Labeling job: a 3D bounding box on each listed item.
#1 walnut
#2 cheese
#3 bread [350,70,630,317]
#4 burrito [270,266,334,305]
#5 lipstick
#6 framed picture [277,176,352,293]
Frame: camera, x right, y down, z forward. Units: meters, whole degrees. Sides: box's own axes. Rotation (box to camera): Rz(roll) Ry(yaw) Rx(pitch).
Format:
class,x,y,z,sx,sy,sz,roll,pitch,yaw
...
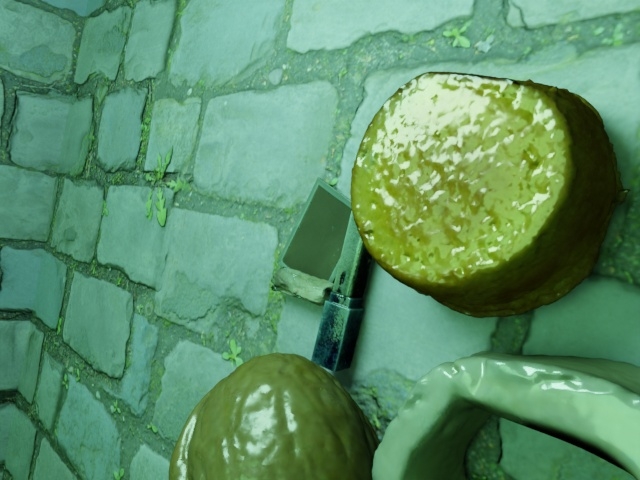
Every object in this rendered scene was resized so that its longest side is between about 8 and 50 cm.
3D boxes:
class,x,y,z,sx,sy,sz,roll,pitch,yaw
walnut,-0.054,0.318,0.690,0.333,0.333,0.332,-9,77,43
cheese,0.223,0.258,0.518,0.332,0.153,0.292,12,91,43
bread,0.175,-0.060,0.601,0.312,0.173,0.311,-9,76,41
burrito,-0.034,0.077,0.859,0.149,0.041,0.055,13,107,45
lipstick,0.052,0.046,0.786,0.051,0.051,0.311,16,95,36
framed picture,0.000,0.000,0.876,0.142,0.011,0.183,41,112,40
